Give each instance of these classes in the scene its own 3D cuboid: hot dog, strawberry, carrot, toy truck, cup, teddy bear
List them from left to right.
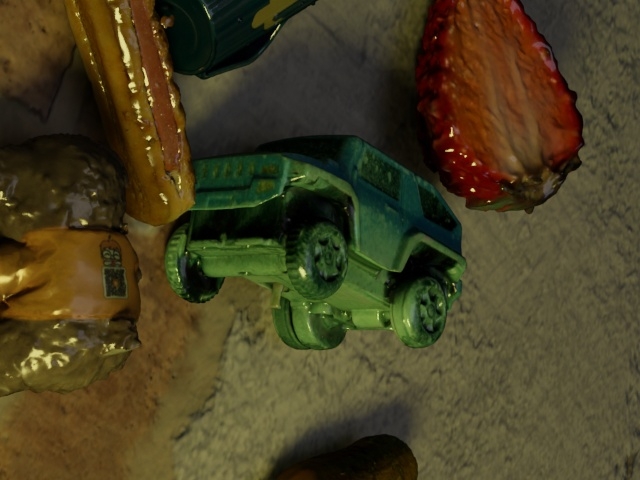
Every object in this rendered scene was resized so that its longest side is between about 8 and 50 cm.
[{"bbox_3d":[-0.193,0.016,1.453,0.177,0.140,0.190,-6,92,-48],"label":"teddy bear"},{"bbox_3d":[-0.152,-0.142,1.518,0.061,0.088,0.286,-34,127,-36],"label":"hot dog"},{"bbox_3d":[-0.075,-0.200,1.580,0.155,0.131,0.176,-41,151,-35],"label":"cup"},{"bbox_3d":[0.000,0.000,1.675,0.279,0.155,0.156,29,64,-49],"label":"toy truck"},{"bbox_3d":[0.015,0.227,1.789,0.173,0.082,0.082,-20,112,-56],"label":"carrot"},{"bbox_3d":[0.144,-0.135,1.881,0.190,0.111,0.236,-5,77,-41],"label":"strawberry"}]
